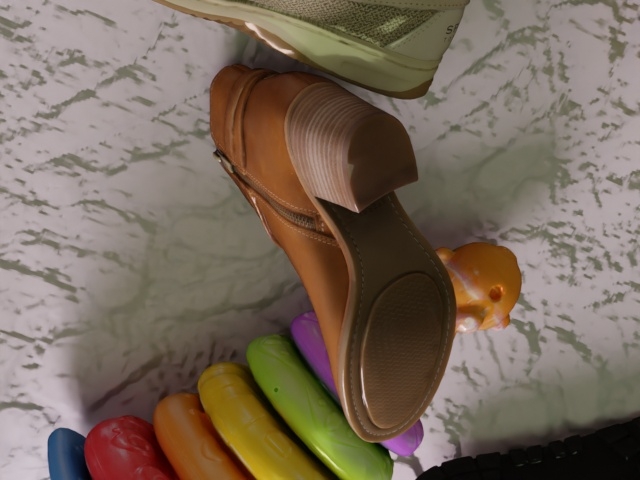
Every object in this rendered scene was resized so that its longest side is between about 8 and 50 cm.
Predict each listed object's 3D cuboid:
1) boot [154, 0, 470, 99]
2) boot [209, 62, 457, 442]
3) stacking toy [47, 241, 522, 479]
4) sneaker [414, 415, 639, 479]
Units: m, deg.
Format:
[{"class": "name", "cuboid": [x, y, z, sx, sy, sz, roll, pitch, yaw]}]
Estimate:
[{"class": "boot", "cuboid": [-0.014, -0.205, 0.882, 0.262, 0.095, 0.203, 23, 114, -18]}, {"class": "boot", "cuboid": [0.000, 0.000, 0.961, 0.073, 0.152, 0.197, -16, 114, -29]}, {"class": "stacking toy", "cuboid": [-0.003, 0.104, 1.031, 0.302, 0.166, 0.175, -42, 113, 4]}, {"class": "sneaker", "cuboid": [0.194, 0.188, 1.122, 0.283, 0.107, 0.124, -7, 133, 3]}]
